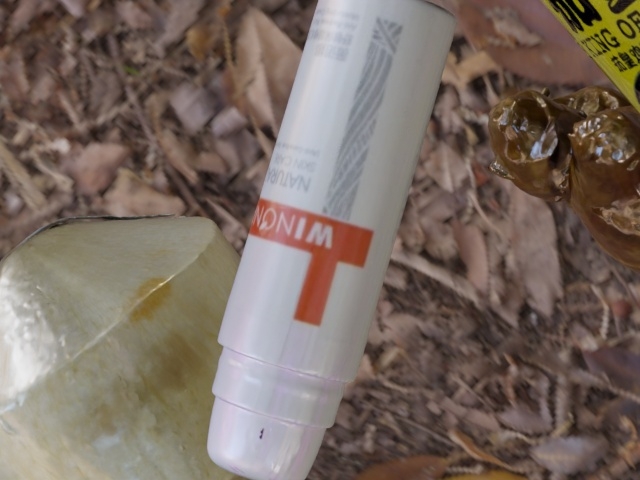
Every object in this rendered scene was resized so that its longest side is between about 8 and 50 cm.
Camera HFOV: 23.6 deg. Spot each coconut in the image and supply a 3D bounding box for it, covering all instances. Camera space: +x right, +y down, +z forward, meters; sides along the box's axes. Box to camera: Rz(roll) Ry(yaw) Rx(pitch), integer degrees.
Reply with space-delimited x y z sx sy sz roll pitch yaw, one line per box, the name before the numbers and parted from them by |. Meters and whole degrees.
coconut | -0.170 0.125 1.299 0.322 0.323 0.323 -5 72 16

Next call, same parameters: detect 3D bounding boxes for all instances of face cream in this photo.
face cream | 0.000 0.000 1.048 0.102 0.102 0.346 16 89 22

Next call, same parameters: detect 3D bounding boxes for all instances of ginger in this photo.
ginger | 0.296 -0.074 1.488 0.274 0.357 0.152 34 100 0

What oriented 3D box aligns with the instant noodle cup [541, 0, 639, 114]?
instant noodle cup | 0.272 -0.153 0.788 0.325 0.325 0.254 -36 93 4
